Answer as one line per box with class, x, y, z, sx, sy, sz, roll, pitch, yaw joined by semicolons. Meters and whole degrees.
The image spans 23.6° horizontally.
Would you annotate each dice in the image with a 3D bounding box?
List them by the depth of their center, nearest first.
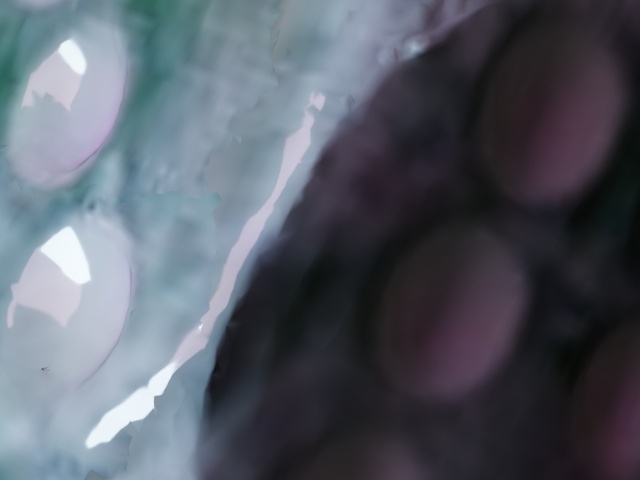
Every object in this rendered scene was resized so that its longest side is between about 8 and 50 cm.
dice;0.000;0.000;0.750;0.348;0.330;0.328;30;93;46
